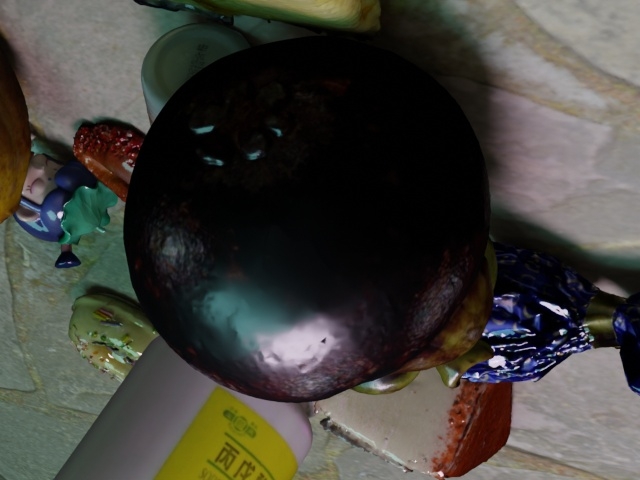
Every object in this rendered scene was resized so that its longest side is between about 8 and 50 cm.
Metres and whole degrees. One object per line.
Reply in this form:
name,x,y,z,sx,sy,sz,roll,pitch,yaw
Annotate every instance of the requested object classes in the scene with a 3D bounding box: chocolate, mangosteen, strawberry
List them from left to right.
strawberry,-0.198,-0.073,1.816,0.152,0.048,0.104,14,147,32
mangosteen,-0.004,-0.014,1.392,0.297,0.297,0.313,25,-179,20
chocolate,0.252,0.076,1.454,0.343,0.126,0.148,8,-175,41

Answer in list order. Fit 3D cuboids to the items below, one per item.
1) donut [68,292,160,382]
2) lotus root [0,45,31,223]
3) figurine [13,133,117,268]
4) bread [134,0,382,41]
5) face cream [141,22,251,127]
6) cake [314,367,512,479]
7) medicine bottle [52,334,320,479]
donut,-0.251,0.135,2.265,0.175,0.068,0.174,28,155,14
lotus root,-0.403,-0.140,1.765,0.193,0.193,0.291,-6,123,56
figurine,-0.310,-0.068,1.925,0.195,0.111,0.102,38,139,-2
bread,-0.082,-0.281,1.289,0.346,0.242,0.405,19,-174,22
face cream,-0.099,-0.087,1.591,0.101,0.101,0.251,28,156,14
cake,0.122,0.129,1.794,0.158,0.159,0.262,26,-170,17
medicine bottle,-0.137,0.226,1.899,0.214,0.378,0.213,28,156,13
